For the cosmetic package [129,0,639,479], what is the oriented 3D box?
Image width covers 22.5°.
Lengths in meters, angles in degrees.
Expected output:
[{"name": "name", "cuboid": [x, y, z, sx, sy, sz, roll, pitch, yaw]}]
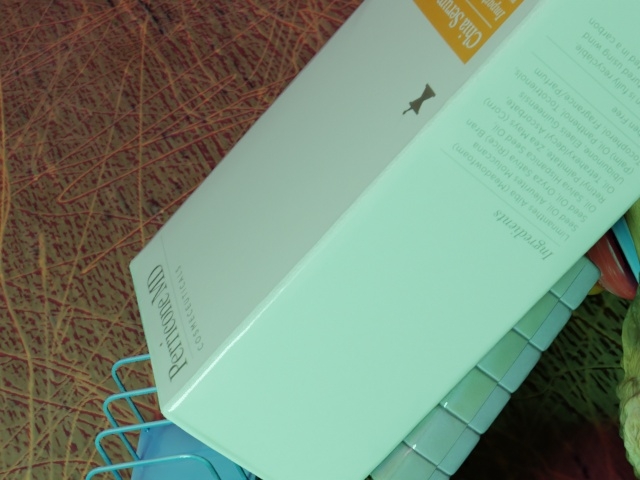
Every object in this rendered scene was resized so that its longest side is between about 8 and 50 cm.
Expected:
[{"name": "cosmetic package", "cuboid": [0.074, -0.052, 1.154, 0.453, 0.161, 0.230, -48, 27, 12]}]

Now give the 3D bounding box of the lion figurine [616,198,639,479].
[{"name": "lion figurine", "cuboid": [0.286, -0.013, 1.213, 0.240, 0.392, 0.142, -18, -7, -15]}]

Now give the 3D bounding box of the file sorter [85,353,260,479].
[{"name": "file sorter", "cuboid": [-0.124, 0.185, 1.335, 0.118, 0.104, 0.170, -11, 42, 16]}]

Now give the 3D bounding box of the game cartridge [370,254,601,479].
[{"name": "game cartridge", "cuboid": [0.064, 0.050, 1.286, 0.230, 0.068, 0.355, -49, 27, -2]}]

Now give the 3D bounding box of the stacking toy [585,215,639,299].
[{"name": "stacking toy", "cuboid": [0.163, -0.008, 1.391, 0.302, 0.165, 0.175, -15, 31, 28]}]
